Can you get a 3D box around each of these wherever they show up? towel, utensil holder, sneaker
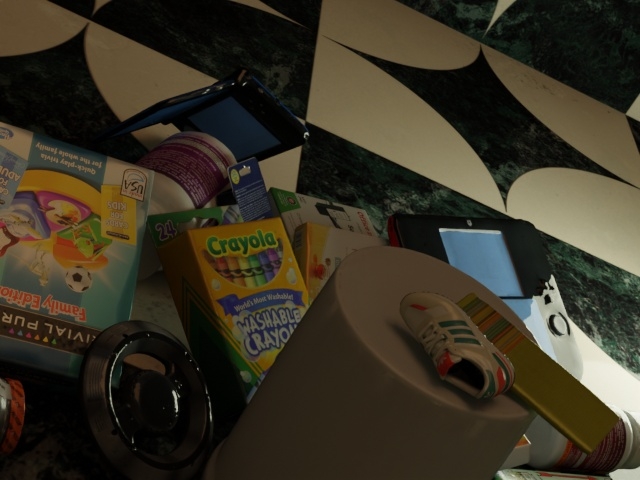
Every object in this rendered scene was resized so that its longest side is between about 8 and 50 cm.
[{"bbox_3d":[0.244,0.158,1.481,0.237,0.021,0.102,41,37,16],"label":"towel"},{"bbox_3d":[0.065,0.246,1.593,0.328,0.385,0.327,22,31,-14],"label":"utensil holder"},{"bbox_3d":[0.146,0.119,1.409,0.161,0.057,0.075,44,27,17],"label":"sneaker"}]

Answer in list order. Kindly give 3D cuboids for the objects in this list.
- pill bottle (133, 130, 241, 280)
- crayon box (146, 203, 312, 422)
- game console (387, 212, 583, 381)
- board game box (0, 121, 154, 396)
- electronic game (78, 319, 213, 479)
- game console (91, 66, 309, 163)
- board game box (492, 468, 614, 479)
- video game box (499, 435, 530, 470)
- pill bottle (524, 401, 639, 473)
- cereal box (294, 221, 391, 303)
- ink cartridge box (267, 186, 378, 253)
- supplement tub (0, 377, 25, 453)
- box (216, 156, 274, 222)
[{"bbox_3d":[-0.251,-0.053,1.988,0.169,0.169,0.301,32,29,3],"label":"pill bottle"},{"bbox_3d":[-0.115,0.088,1.843,0.203,0.083,0.323,-10,75,-49],"label":"crayon box"},{"bbox_3d":[0.300,0.113,2.203,0.386,0.060,0.342,2,68,-41],"label":"game console"},{"bbox_3d":[-0.378,0.026,1.690,0.254,0.079,0.336,17,61,-23],"label":"board game box"},{"bbox_3d":[-0.226,0.215,1.637,0.229,0.048,0.229,30,49,-41],"label":"electronic game"},{"bbox_3d":[-0.211,-0.179,2.167,0.250,0.293,0.173,43,62,-20],"label":"game console"},{"bbox_3d":[0.404,0.438,1.886,0.317,0.046,0.213,13,24,-41],"label":"board game box"},{"bbox_3d":[0.185,0.287,1.884,0.205,0.048,0.187,-13,39,-16],"label":"video game box"},{"bbox_3d":[0.442,0.328,2.079,0.221,0.121,0.121,11,35,-31],"label":"pill bottle"},{"bbox_3d":[0.065,0.074,2.118,0.240,0.047,0.173,11,70,-30],"label":"cereal box"},{"bbox_3d":[0.000,0.000,2.218,0.208,0.087,0.153,12,34,-31],"label":"ink cartridge box"},{"bbox_3d":[-0.455,0.200,1.466,0.190,0.117,0.117,10,35,-31],"label":"supplement tub"},{"bbox_3d":[-0.111,-0.019,2.042,0.136,0.036,0.225,-32,109,-68],"label":"box"}]
